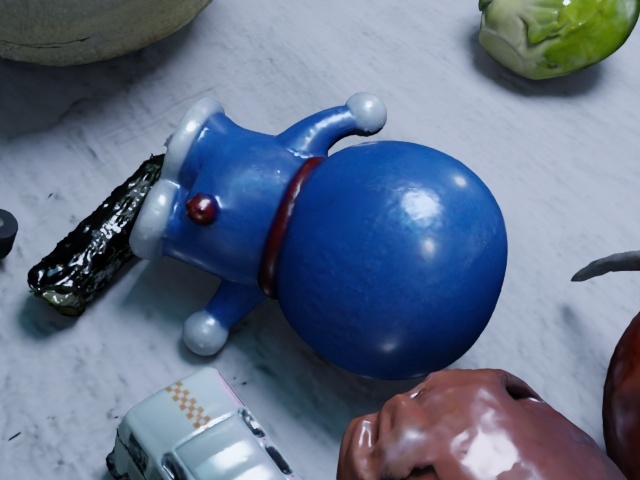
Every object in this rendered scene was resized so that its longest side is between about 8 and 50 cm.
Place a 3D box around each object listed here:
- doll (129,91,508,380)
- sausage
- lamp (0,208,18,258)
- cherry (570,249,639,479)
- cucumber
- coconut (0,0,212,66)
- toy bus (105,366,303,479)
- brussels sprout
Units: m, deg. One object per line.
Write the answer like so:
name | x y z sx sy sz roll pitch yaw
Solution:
doll | 0.000 0.000 0.680 0.257 0.215 0.161 24 8 14
sausage | 0.122 0.196 0.530 0.152 0.152 0.279 -30 74 -30
lamp | -0.296 0.008 0.641 0.172 0.147 0.227 15 41 -16
cherry | 0.347 0.094 0.595 0.335 0.291 0.326 23 58 -3
cucumber | -0.153 -0.010 0.726 0.053 0.053 0.181 26 50 10
coconut | -0.215 -0.316 0.782 0.347 0.360 0.346 0 92 -14
toy bus | -0.045 0.166 0.576 0.087 0.089 0.194 -26 61 -28
brussels sprout | 0.227 -0.217 0.926 0.155 0.117 0.155 -11 57 17
